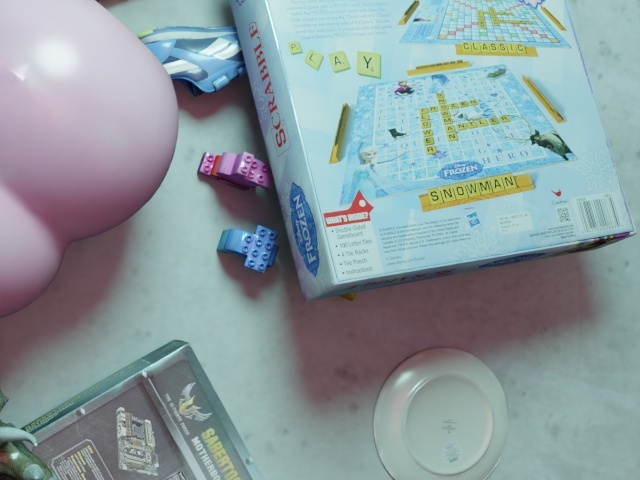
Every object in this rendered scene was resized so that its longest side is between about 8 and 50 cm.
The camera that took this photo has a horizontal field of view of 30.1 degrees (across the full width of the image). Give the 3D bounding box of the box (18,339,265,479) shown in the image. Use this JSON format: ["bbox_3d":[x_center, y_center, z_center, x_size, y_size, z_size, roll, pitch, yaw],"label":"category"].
[{"bbox_3d":[-0.138,0.226,0.992,0.183,0.056,0.231,-31,98,-19],"label":"box"}]

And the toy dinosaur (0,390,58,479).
[{"bbox_3d":[-0.335,0.149,0.860,0.314,0.160,0.121,-8,71,3],"label":"toy dinosaur"}]

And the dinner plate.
[{"bbox_3d":[0.117,0.171,1.109,0.141,0.017,0.141,0,89,-20],"label":"dinner plate"}]

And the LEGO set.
[{"bbox_3d":[0.000,0.000,1.033,0.227,0.093,0.087,21,81,-18],"label":"LEGO set"}]

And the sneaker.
[{"bbox_3d":[-0.089,-0.154,1.033,0.144,0.053,0.059,-4,90,-13],"label":"sneaker"}]

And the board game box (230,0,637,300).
[{"bbox_3d":[0.097,-0.128,1.035,0.319,0.066,0.318,-8,79,-29],"label":"board game box"}]

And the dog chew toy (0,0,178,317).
[{"bbox_3d":[-0.261,-0.034,0.893,0.206,0.206,0.332,41,83,-14],"label":"dog chew toy"}]
